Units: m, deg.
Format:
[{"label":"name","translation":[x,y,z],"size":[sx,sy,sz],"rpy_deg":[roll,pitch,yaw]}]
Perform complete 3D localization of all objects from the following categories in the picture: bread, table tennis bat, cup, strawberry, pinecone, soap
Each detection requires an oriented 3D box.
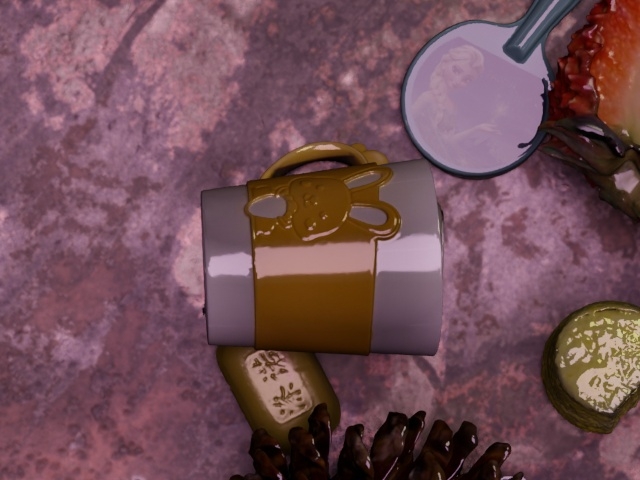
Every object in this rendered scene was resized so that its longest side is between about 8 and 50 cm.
[{"label":"bread","translation":[0.269,0.112,1.857],"size":[0.111,0.114,0.129],"rpy_deg":[39,84,8]},{"label":"table tennis bat","translation":[0.179,-0.169,1.908],"size":[0.149,0.038,0.237],"rpy_deg":[39,90,2]},{"label":"cup","translation":[0.000,0.000,1.832],"size":[0.226,0.185,0.241],"rpy_deg":[-4,48,-5]},{"label":"strawberry","translation":[0.328,-0.151,1.880],"size":[0.233,0.138,0.306],"rpy_deg":[39,61,-17]},{"label":"pinecone","translation":[0.045,0.260,1.799],"size":[0.309,0.244,0.244],"rpy_deg":[-13,87,-18]},{"label":"soap","translation":[-0.040,0.136,1.882],"size":[0.089,0.045,0.140],"rpy_deg":[-28,88,-7]}]

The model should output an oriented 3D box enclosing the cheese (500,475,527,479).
[{"label":"cheese","translation":[0.181,0.322,1.879],"size":[0.097,0.037,0.192],"rpy_deg":[3,86,1]}]
